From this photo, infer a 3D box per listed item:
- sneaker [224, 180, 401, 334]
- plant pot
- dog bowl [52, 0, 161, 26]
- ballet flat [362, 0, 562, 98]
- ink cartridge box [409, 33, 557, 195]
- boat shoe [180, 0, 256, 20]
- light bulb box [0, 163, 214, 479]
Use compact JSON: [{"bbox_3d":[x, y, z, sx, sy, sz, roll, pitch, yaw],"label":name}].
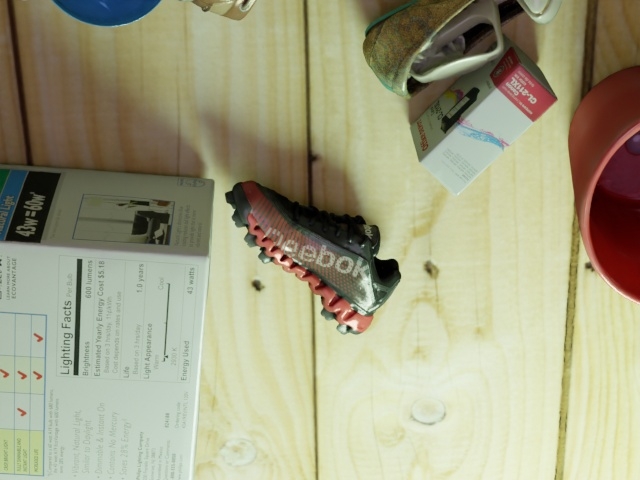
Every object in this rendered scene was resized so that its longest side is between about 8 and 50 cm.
[{"bbox_3d":[0.000,0.000,1.791,0.135,0.097,0.276,-41,114,16],"label":"sneaker"},{"bbox_3d":[0.425,-0.087,1.693,0.275,0.243,0.275,-2,116,-3],"label":"plant pot"},{"bbox_3d":[-0.217,-0.389,1.559,0.166,0.074,0.297,28,97,-29],"label":"dog bowl"},{"bbox_3d":[0.214,-0.285,1.647,0.348,0.123,0.123,-32,114,14],"label":"ballet flat"},{"bbox_3d":[0.199,-0.157,1.708,0.072,0.127,0.175,40,107,-19],"label":"ink cartridge box"},{"bbox_3d":[-0.048,-0.394,1.591,0.116,0.123,0.324,30,116,-26],"label":"boat shoe"},{"bbox_3d":[-0.327,0.109,1.753,0.361,0.225,0.358,5,117,-5],"label":"light bulb box"}]
